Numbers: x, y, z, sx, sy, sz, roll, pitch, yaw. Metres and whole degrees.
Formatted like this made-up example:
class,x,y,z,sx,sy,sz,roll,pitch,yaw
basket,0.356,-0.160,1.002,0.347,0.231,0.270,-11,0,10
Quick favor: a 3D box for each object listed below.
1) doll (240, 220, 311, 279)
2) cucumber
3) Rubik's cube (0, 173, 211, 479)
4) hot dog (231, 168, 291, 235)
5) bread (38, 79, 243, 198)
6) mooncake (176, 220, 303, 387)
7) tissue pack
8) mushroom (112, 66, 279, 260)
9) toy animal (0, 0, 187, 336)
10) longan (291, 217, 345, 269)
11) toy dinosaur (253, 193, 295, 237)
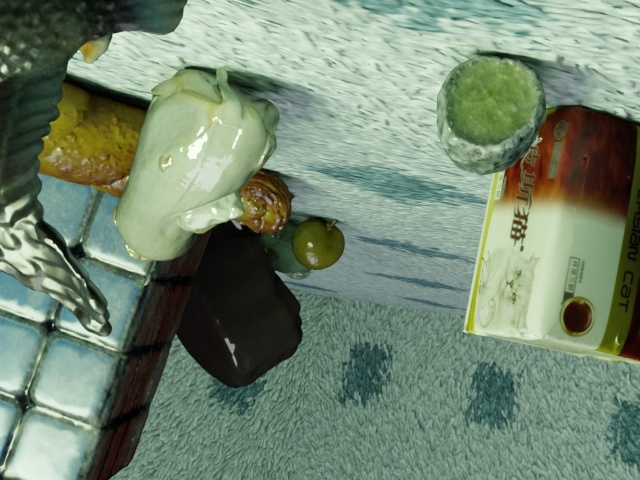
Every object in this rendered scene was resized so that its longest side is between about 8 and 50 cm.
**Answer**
class,x,y,z,sx,sy,sz,roll,pitch,yaw
doll,-0.061,0.006,2.012,0.103,0.071,0.214,23,172,16
cucumber,0.098,-0.068,0.811,0.064,0.064,0.112,11,175,8
Rubik's cube,-0.340,0.065,1.574,0.337,0.344,0.344,20,176,3
hot dog,-0.085,-0.044,1.527,0.099,0.065,0.147,11,173,-16
bread,-0.206,-0.087,1.179,0.124,0.084,0.344,6,173,45
mooncake,-0.139,0.064,1.937,0.283,0.141,0.283,46,160,22
tissue pack,0.169,-0.002,0.910,0.106,0.149,0.099,13,174,-27
mushroom,-0.107,-0.047,1.069,0.099,0.096,0.278,26,149,-9
toy animal,-0.170,-0.087,0.704,0.160,0.273,0.197,-31,-161,-37
longan,0.000,0.000,1.875,0.075,0.075,0.083,15,133,-36
toy dinosaur,-0.060,-0.033,1.659,0.049,0.055,0.154,16,177,-10
